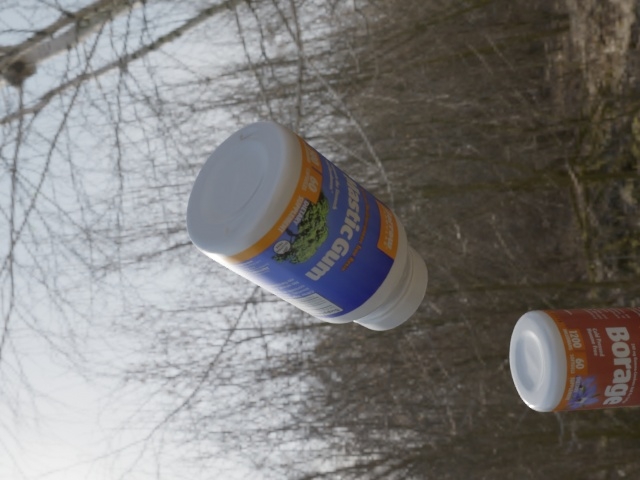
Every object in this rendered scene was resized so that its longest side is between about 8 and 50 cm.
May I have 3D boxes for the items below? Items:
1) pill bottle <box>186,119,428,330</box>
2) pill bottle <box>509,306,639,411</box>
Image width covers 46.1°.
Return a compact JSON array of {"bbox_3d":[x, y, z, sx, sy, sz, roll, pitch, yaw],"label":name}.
[{"bbox_3d":[0.000,0.000,0.825,0.272,0.152,0.152,33,-131,-40],"label":"pill bottle"},{"bbox_3d":[0.354,0.142,0.917,0.121,0.216,0.121,179,90,-78],"label":"pill bottle"}]
